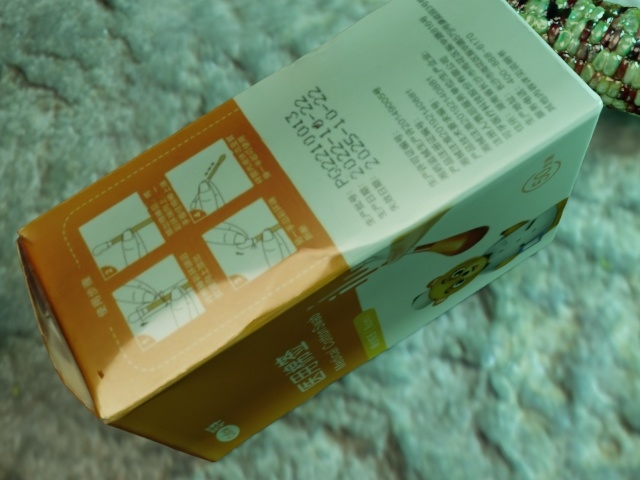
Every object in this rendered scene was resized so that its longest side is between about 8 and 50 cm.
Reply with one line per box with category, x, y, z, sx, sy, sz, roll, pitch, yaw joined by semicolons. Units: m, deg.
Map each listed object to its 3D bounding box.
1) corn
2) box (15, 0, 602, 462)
corn;0.220;-0.158;0.641;0.253;0.086;0.086;19;75;16
box;0.000;0.000;0.543;0.341;0.225;0.143;-34;67;-5
